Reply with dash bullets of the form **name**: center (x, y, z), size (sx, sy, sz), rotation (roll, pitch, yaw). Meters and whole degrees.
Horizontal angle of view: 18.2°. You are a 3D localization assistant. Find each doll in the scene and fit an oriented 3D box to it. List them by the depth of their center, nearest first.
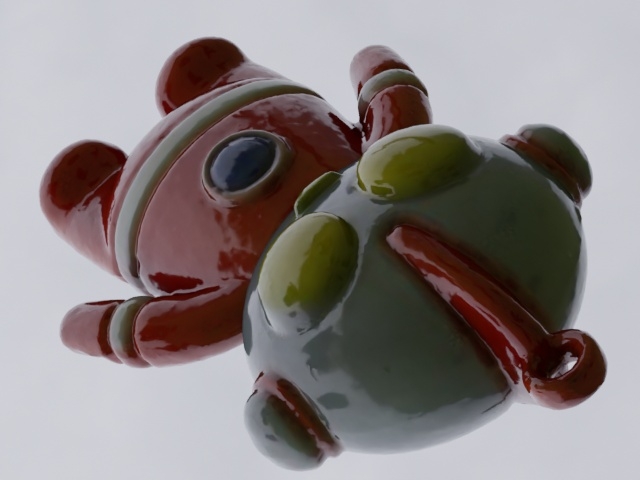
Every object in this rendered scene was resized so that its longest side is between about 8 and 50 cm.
- **doll**: center (0.000, 0.000, 0.812), size (0.200, 0.336, 0.105), rotation (-42, -54, -13)
